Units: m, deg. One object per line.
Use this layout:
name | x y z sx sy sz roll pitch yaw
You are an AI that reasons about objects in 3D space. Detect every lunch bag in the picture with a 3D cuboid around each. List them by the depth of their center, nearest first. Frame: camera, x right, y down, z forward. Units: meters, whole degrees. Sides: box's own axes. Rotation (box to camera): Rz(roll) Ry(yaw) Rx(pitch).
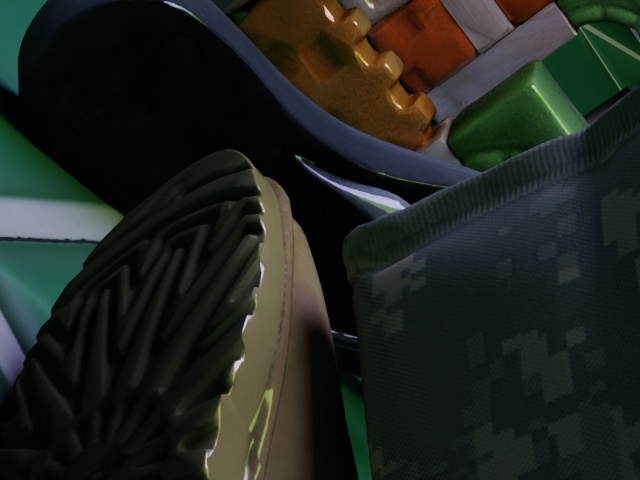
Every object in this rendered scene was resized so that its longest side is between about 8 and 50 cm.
lunch bag | 0.152 0.116 0.397 0.287 0.169 0.235 29 43 -40

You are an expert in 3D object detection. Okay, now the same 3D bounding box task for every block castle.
block castle | 0.153 -0.073 0.908 0.453 0.213 0.303 52 18 -7

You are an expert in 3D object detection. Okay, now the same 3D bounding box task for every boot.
boot | 0.031 0.135 0.447 0.269 0.089 0.236 42 35 -32

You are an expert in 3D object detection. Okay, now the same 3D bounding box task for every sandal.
sandal | -0.001 0.000 0.596 0.254 0.097 0.054 30 28 -32
